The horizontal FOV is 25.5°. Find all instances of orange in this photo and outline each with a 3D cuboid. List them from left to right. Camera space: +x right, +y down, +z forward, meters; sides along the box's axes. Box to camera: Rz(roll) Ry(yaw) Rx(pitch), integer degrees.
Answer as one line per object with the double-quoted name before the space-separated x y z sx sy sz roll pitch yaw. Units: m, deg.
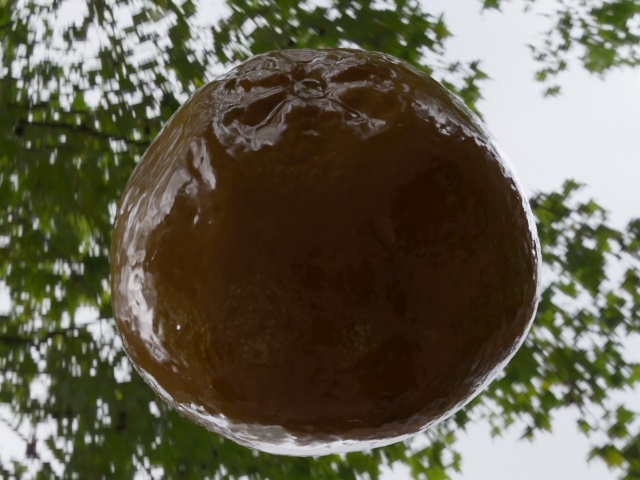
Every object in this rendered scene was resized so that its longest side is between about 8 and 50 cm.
"orange" 0.000 0.000 0.513 0.159 0.159 0.136 -12 -57 -7
